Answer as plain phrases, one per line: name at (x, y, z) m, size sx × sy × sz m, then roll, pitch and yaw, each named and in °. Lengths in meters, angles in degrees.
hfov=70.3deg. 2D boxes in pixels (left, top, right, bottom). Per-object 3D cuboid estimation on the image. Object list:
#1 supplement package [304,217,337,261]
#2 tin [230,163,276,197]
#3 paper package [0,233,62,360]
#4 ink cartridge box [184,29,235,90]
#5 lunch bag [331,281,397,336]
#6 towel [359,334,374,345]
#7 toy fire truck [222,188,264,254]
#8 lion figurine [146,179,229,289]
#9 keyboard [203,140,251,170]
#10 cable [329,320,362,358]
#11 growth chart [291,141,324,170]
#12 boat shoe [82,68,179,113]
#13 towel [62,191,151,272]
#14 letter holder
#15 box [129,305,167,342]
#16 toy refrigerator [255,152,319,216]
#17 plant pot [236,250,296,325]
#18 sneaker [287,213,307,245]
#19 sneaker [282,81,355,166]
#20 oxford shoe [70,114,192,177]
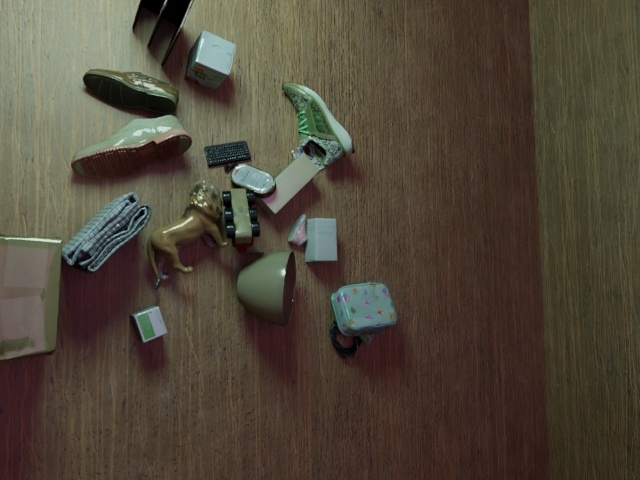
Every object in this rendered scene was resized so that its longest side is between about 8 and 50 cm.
supplement package at (0.000, 0.000, 1.923) m, size 0.105 × 0.105 × 0.180 m, roll 1°, pitch 85°, yaw -31°
tin at (-0.262, -0.234, 1.769) m, size 0.189 × 0.040 × 0.106 m, roll 23°, pitch 63°, yaw 10°
paper package at (-0.851, 0.150, 1.299) m, size 0.168 × 0.309 × 0.325 m, roll 3°, pitch 86°, yaw -34°
ink cartridge box at (-0.413, -0.664, 1.688) m, size 0.128 × 0.176 × 0.128 m, roll 14°, pitch 79°, yaw -28°
lunch bag at (0.191, 0.294, 1.985) m, size 0.279 × 0.108 × 0.224 m, roll -1°, pitch 59°, yaw -33°
towel at (0.209, 0.383, 2.045) m, size 0.113 × 0.023 × 0.152 m, roll 53°, pitch 48°, yaw -13°
toy fire truck at (-0.288, -0.049, 1.725) m, size 0.158 × 0.246 × 0.217 m, roll -4°, pitch 59°, yaw -16°
lion figurine at (-0.485, -0.030, 1.615) m, size 0.392 × 0.142 × 0.240 m, roll -44°, pitch 122°, yaw -33°
keyboard at (-0.360, -0.330, 1.785) m, size 0.180 × 0.023 × 0.108 m, roll -17°, pitch 95°, yaw -29°
cable at (0.115, 0.418, 1.995) m, size 0.150 × 0.047 × 0.185 m, roll -43°, pitch 107°, yaw -25°
growth chart at (-0.022, -0.381, 1.987) m, size 0.237 × 0.021 × 0.172 m, roll -37°, pitch 104°, yaw -28°
boat shoe at (-0.655, -0.532, 1.592) m, size 0.307 × 0.111 × 0.105 m, roll 15°, pitch 51°, yaw -22°
towel at (-0.683, -0.016, 1.456) m, size 0.121 × 0.235 × 0.284 m, roll 47°, pitch 66°, yaw -25°
letter holder at (-0.546, -0.758, 1.544) m, size 0.151 × 0.301 × 0.215 m, roll 21°, pitch 77°, yaw -27°
box at (-0.591, 0.286, 1.562) m, size 0.087 × 0.102 × 0.101 m, roll -20°, pitch 96°, yaw -32°
toy refrigerator at (-0.140, -0.228, 1.857) m, size 0.102 × 0.094 × 0.269 m, roll 47°, pitch 70°, yaw -13°
plant pot at (-0.208, 0.176, 1.723) m, size 0.190 × 0.284 × 0.285 m, roll 3°, pitch 84°, yaw 5°
sneaker at (-0.080, -0.039, 1.912) m, size 0.070 × 0.051 × 0.134 m, roll 32°, pitch 75°, yaw -26°
sneaker at (-0.039, -0.480, 1.909) m, size 0.182 × 0.158 × 0.410 m, roll -43°, pitch 97°, yaw -10°
oxford shoe at (-0.659, -0.330, 1.573) m, size 0.396 × 0.140 × 0.147 m, roll -21°, pitch 66°, yaw -25°
